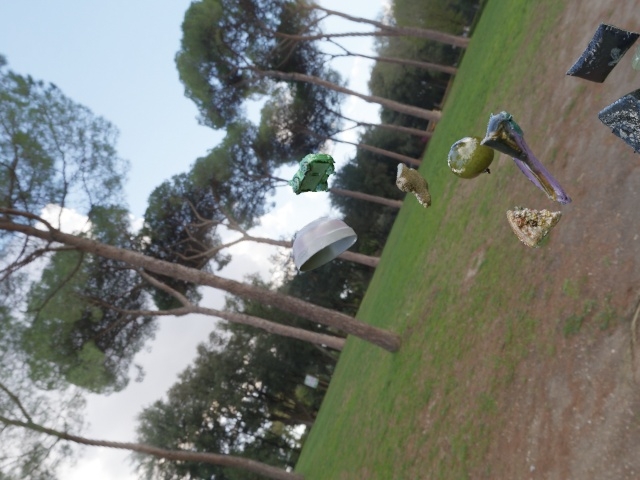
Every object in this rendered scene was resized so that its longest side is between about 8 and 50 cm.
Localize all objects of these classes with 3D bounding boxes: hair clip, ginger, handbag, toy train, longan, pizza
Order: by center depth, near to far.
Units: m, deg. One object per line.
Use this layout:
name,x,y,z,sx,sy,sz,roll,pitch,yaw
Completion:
toy train,-0.025,-0.167,1.117,0.081,0.099,0.149,67,148,30
hair clip,0.527,-0.199,1.132,0.110,0.359,0.095,-10,56,53
handbag,1.051,-0.370,1.435,0.089,0.270,0.175,-28,-20,-17
longan,0.538,-0.287,1.558,0.145,0.176,0.155,-66,14,-7
pizza,0.801,-0.069,1.620,0.052,0.195,0.185,74,174,-59
ginger,0.402,-0.237,1.862,0.074,0.213,0.137,-27,36,55

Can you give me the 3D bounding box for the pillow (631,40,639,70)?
pillow,1.057,-0.594,1.266,0.322,0.256,0.119,-1,-99,-59

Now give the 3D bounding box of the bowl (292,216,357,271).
bowl,0.000,0.000,1.862,0.287,0.143,0.287,-29,-13,-7

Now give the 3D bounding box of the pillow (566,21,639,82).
pillow,0.976,-0.642,1.530,0.208,0.142,0.055,101,-175,-61
